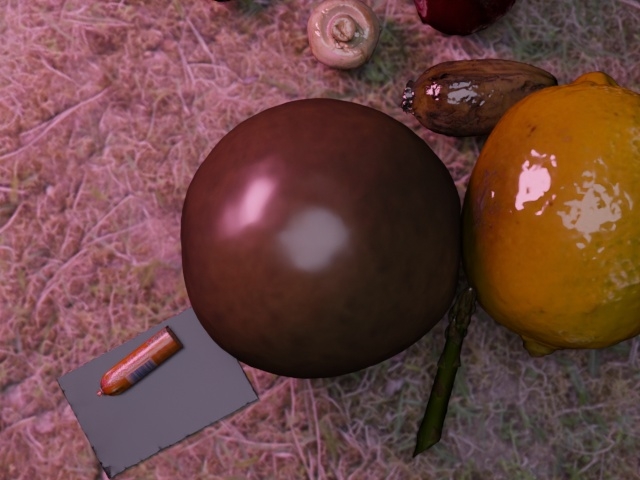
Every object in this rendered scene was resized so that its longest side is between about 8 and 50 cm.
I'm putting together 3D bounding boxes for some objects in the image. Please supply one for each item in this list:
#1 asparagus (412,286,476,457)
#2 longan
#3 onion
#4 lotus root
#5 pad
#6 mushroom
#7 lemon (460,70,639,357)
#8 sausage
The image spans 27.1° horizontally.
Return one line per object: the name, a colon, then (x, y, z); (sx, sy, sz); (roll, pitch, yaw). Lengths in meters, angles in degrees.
asparagus: (0.133, 0.140, 1.411); (0.027, 0.034, 0.236); (13, 121, 3)
longan: (0.002, -0.002, 1.363); (0.297, 0.297, 0.297); (0, 84, 0)
onion: (0.161, -0.312, 1.431); (0.135, 0.198, 0.173); (-26, 103, -8)
lotus root: (0.177, -0.156, 1.470); (0.179, 0.089, 0.081); (-2, 125, -4)
pad: (-0.182, 0.165, 1.480); (0.190, 0.004, 0.127); (-28, 85, -2)
mushroom: (0.026, -0.232, 1.486); (0.083, 0.067, 0.084); (0, 89, -5)
lemon: (0.270, -0.027, 1.374); (0.260, 0.260, 0.284); (16, 66, 2)
sausage: (-0.203, 0.138, 1.465); (0.107, 0.031, 0.031); (-36, 85, -4)
